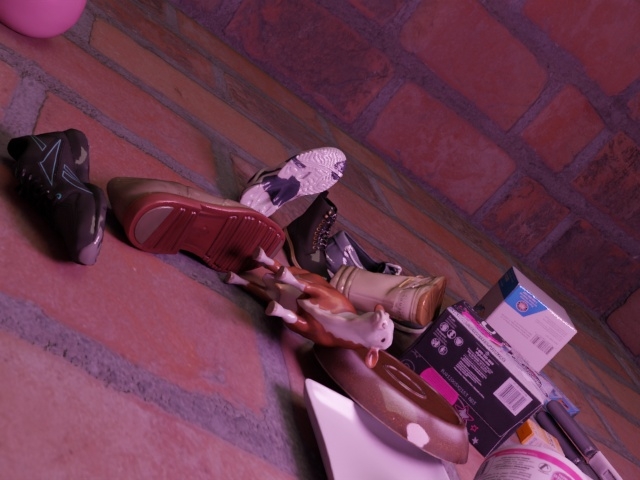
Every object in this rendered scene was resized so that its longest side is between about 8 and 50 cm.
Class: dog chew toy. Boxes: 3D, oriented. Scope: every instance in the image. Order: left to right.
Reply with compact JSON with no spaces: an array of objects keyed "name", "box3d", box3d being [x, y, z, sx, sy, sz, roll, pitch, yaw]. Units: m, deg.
[{"name":"dog chew toy","box3d":[-0.507,-0.555,1.660,0.207,0.332,0.206,38,16,-13]}]

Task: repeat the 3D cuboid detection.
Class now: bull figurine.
[{"name":"bull figurine","box3d":[-0.018,0.100,1.362,0.188,0.101,0.310,31,-7,-30]}]

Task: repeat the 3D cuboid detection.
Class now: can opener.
[{"name":"can opener","box3d":[0.567,0.464,1.904,0.093,0.074,0.280,29,20,-35]}]

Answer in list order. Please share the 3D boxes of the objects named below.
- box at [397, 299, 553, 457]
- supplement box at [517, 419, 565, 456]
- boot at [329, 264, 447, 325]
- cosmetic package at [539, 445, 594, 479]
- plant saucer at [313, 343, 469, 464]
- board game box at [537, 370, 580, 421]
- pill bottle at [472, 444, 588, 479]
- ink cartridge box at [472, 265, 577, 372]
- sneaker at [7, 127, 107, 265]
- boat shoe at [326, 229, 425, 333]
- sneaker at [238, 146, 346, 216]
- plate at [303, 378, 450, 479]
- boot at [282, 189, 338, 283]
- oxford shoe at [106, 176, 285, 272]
[{"name":"box","box3d":[0.298,0.258,1.662,0.247,0.163,0.142,45,18,13]},{"name":"supplement box","box3d":[0.466,0.427,1.837,0.098,0.036,0.062,37,17,-16]},{"name":"boot","box3d":[0.134,0.102,1.697,0.204,0.095,0.262,11,7,17]},{"name":"cosmetic package","box3d":[0.502,0.558,1.465,0.284,0.097,0.377,33,18,-21]},{"name":"plant saucer","box3d":[0.126,0.246,1.414,0.311,0.050,0.310,36,5,-4]},{"name":"board game box","box3d":[0.553,0.381,2.154,0.160,0.039,0.211,49,17,27]},{"name":"pill bottle","box3d":[0.226,0.390,1.043,0.160,0.160,0.283,42,37,5]},{"name":"ink cartridge box","box3d":[0.427,0.212,1.961,0.171,0.232,0.168,40,14,-4]},{"name":"sneaker","box3d":[-0.359,-0.059,1.171,0.106,0.101,0.267,3,36,-30]},{"name":"boat shoe","box3d":[0.126,0.090,1.832,0.319,0.099,0.116,34,17,-22]},{"name":"sneaker","box3d":[-0.065,-0.129,1.785,0.094,0.235,0.153,55,-1,-18]},{"name":"plate","box3d":[0.094,0.341,1.193,0.278,0.045,0.277,33,19,-28]},{"name":"boot","box3d":[0.000,0.000,1.712,0.077,0.137,0.198,24,24,-47]},{"name":"oxford shoe","box3d":[-0.193,-0.039,1.410,0.130,0.123,0.348,46,15,35]}]
